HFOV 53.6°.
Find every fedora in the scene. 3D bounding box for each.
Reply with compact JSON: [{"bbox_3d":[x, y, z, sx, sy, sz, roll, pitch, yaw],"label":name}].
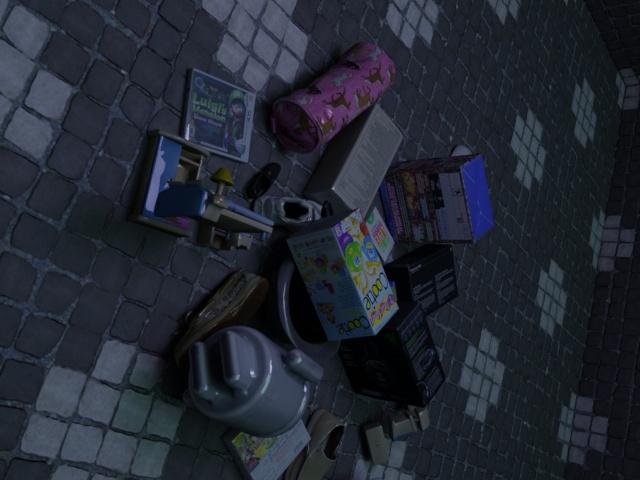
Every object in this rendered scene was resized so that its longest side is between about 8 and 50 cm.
[{"bbox_3d":[-0.057,0.165,1.584,0.244,0.124,0.275,5,75,-50],"label":"fedora"}]

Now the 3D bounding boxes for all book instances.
[{"bbox_3d":[0.169,-0.017,1.909,0.144,0.035,0.096,58,47,-29],"label":"book"}]

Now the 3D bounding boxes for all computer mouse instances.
[{"bbox_3d":[0.000,0.000,1.659,0.071,0.041,0.242,-43,145,-52],"label":"computer mouse"}]

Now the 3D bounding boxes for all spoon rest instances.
[{"bbox_3d":[0.479,-0.247,2.228,0.276,0.084,0.137,-46,125,-53],"label":"spoon rest"}]

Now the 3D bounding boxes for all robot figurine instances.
[{"bbox_3d":[-0.148,0.311,1.373,0.353,0.300,0.199,49,28,-55],"label":"robot figurine"}]

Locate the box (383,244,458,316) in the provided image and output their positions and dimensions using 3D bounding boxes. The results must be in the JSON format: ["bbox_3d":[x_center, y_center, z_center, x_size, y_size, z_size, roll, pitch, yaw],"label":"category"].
[{"bbox_3d":[0.327,0.130,2.030,0.261,0.103,0.184,-21,109,-45],"label":"box"}]

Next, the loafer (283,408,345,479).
[{"bbox_3d":[-0.014,0.577,1.663,0.102,0.092,0.268,39,62,-41],"label":"loafer"}]

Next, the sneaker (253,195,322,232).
[{"bbox_3d":[-0.052,-0.065,1.597,0.232,0.115,0.090,0,90,-48],"label":"sneaker"}]

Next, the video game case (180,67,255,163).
[{"bbox_3d":[-0.233,-0.284,1.465,0.190,0.022,0.173,12,81,-47],"label":"video game case"}]

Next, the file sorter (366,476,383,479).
[{"bbox_3d":[0.102,0.788,1.696,0.278,0.173,0.192,10,105,-48],"label":"file sorter"}]

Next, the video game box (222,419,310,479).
[{"bbox_3d":[-0.129,0.490,1.570,0.205,0.048,0.187,-41,121,-40],"label":"video game box"}]

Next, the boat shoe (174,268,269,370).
[{"bbox_3d":[-0.234,0.177,1.434,0.285,0.089,0.104,-44,147,-35],"label":"boat shoe"}]

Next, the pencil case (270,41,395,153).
[{"bbox_3d":[0.036,-0.376,1.653,0.160,0.167,0.386,54,52,-12],"label":"pencil case"}]

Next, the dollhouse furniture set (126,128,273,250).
[{"bbox_3d":[-0.196,-0.104,1.299,0.286,0.303,0.198,21,76,-46],"label":"dollhouse furniture set"}]

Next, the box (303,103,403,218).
[{"bbox_3d":[0.094,-0.209,1.742,0.148,0.121,0.311,45,59,-31],"label":"box"}]

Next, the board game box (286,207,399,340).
[{"bbox_3d":[0.057,0.083,1.534,0.142,0.144,0.275,-36,108,-52],"label":"board game box"}]

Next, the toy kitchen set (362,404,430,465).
[{"bbox_3d":[0.224,0.569,1.952,0.207,0.166,0.122,-15,104,-9],"label":"toy kitchen set"}]

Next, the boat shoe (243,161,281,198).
[{"bbox_3d":[-0.134,-0.149,1.563,0.133,0.042,0.049,-50,123,-37],"label":"boat shoe"}]

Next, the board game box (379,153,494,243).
[{"bbox_3d":[0.344,-0.122,1.904,0.141,0.291,0.232,-30,113,-45],"label":"board game box"}]

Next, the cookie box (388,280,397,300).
[{"bbox_3d":[0.185,0.180,1.918,0.107,0.040,0.091,-22,107,-45],"label":"cookie box"}]

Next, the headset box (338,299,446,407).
[{"bbox_3d":[0.180,0.296,1.761,0.131,0.246,0.283,-40,120,-40],"label":"headset box"}]
